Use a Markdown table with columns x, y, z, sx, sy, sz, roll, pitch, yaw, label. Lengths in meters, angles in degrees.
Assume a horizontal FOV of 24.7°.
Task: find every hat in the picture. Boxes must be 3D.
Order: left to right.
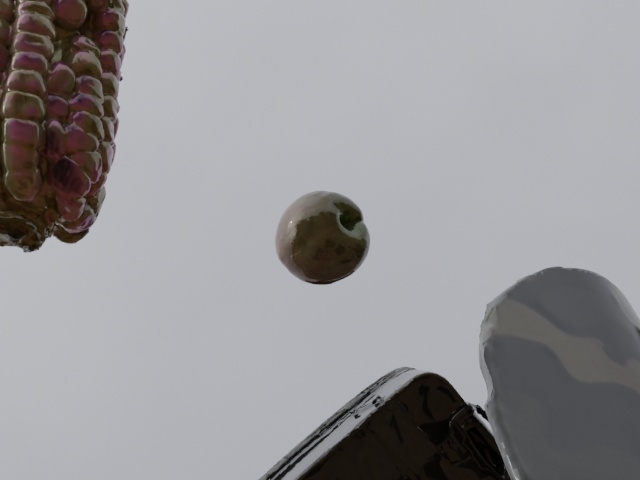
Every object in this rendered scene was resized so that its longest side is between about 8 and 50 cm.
| x | y | z | sx | sy | sz | roll | pitch | yaw | label |
| --- | --- | --- | --- | --- | --- | --- | --- | --- | --- |
| 0.233 | 0.170 | 0.643 | 0.257 | 0.382 | 0.366 | -13 | -34 | 21 | hat |

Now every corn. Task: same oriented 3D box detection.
| x | y | z | sx | sy | sz | roll | pitch | yaw | label |
| --- | --- | --- | --- | --- | --- | --- | --- | --- | --- |
| -0.174 | -0.155 | 0.927 | 0.126 | 0.335 | 0.127 | 5 | -21 | 2 | corn |

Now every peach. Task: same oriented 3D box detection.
| x | y | z | sx | sy | sz | roll | pitch | yaw | label |
| --- | --- | --- | --- | --- | --- | --- | --- | --- | --- |
| 0.000 | -0.002 | 1.254 | 0.083 | 0.083 | 0.083 | -17 | -48 | -20 | peach |

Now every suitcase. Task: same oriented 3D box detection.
| x | y | z | sx | sy | sz | roll | pitch | yaw | label |
| --- | --- | --- | --- | --- | --- | --- | --- | --- | --- |
| 0.058 | 0.367 | 1.782 | 0.434 | 0.194 | 0.283 | -40 | -87 | -7 | suitcase |
